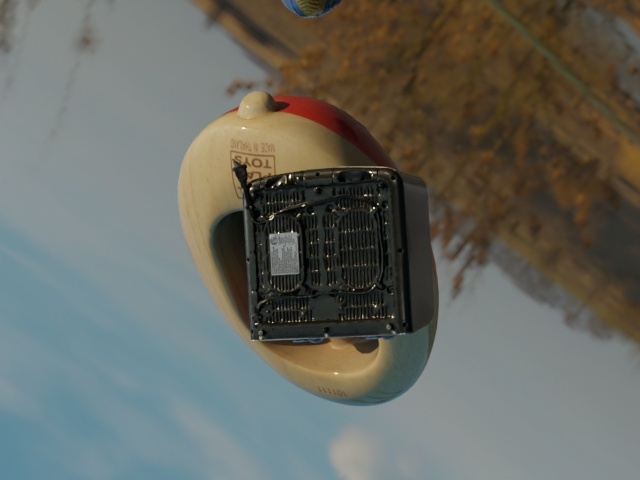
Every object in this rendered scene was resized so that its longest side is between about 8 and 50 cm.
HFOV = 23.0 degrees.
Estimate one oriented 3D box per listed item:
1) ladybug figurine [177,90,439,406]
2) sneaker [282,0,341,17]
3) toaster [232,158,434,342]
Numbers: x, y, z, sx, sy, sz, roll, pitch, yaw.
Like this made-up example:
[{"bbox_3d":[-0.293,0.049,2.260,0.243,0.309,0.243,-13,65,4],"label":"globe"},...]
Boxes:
[{"bbox_3d":[0.000,0.000,1.805,0.305,0.162,0.449,10,137,27],"label":"ladybug figurine"},{"bbox_3d":[-0.029,-0.371,1.599,0.131,0.296,0.112,1,177,31],"label":"sneaker"},{"bbox_3d":[0.015,0.007,1.527,0.168,0.186,0.110,-4,179,19],"label":"toaster"}]
